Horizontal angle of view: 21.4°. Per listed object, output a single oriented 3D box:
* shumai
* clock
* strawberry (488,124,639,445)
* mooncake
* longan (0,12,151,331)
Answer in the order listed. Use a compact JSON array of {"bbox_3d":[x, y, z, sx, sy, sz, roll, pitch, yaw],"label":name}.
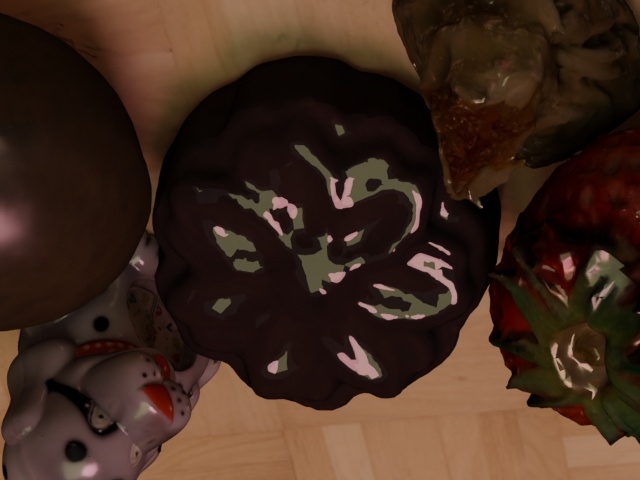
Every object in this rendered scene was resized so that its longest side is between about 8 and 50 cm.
[{"bbox_3d":[0.140,-0.116,1.218,0.206,0.175,0.166,39,121,-20],"label":"shumai"},{"bbox_3d":[-0.185,0.129,1.394,0.188,0.254,0.189,2,120,4],"label":"clock"},{"bbox_3d":[0.278,0.020,1.247,0.250,0.288,0.238,48,151,4],"label":"strawberry"},{"bbox_3d":[0.000,0.000,1.344,0.283,0.141,0.283,4,122,6],"label":"mooncake"},{"bbox_3d":[-0.278,-0.051,1.296,0.300,0.243,0.300,26,155,13],"label":"longan"}]
